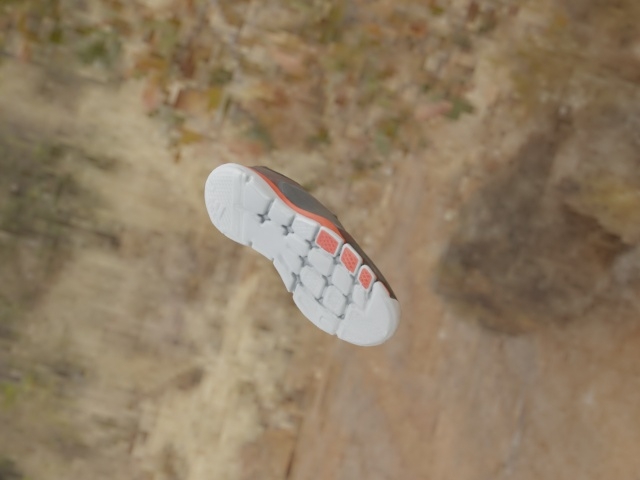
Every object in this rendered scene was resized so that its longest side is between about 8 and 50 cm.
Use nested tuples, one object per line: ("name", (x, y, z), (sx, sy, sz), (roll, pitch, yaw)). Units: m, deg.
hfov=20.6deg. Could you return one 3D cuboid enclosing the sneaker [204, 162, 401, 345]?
("sneaker", (0.000, 0.000, 1.119), (0.065, 0.158, 0.061), (-23, -27, -54))
